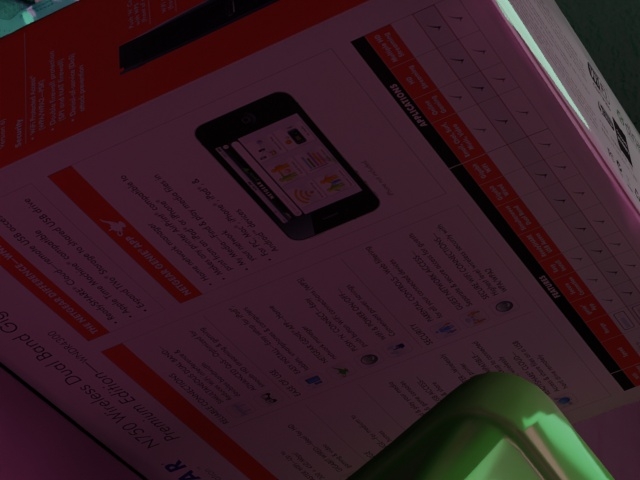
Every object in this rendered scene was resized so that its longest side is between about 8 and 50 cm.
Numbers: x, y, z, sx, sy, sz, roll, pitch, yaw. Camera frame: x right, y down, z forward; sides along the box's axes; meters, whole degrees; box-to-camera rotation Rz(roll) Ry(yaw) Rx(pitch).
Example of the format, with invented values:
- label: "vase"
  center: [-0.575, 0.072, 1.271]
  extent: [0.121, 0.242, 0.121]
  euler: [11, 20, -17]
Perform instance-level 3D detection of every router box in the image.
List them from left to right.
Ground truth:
- label: "router box"
  center: [0.000, 0.000, 0.933]
  extent: [0.335, 0.301, 0.082]
  euler: [48, 27, -46]

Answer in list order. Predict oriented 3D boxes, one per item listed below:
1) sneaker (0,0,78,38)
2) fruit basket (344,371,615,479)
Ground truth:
- label: "sneaker"
  center: [-0.135, -0.128, 1.006]
  extent: [0.107, 0.110, 0.275]
  euler: [70, 19, 6]
- label: "fruit basket"
  center: [0.116, 0.268, 0.954]
  extent: [0.392, 0.283, 0.392]
  euler: [34, 31, -24]
